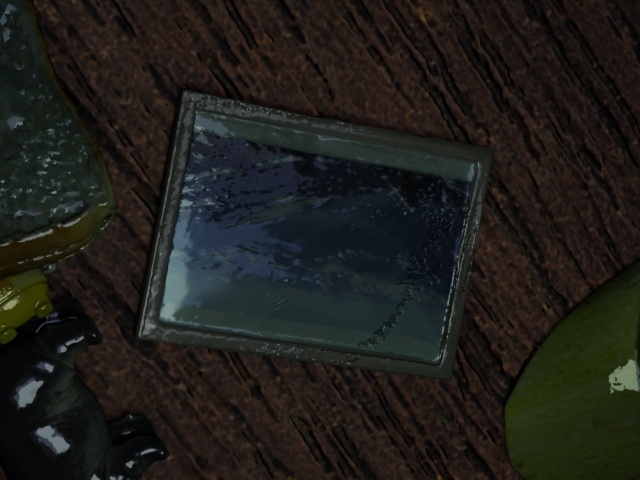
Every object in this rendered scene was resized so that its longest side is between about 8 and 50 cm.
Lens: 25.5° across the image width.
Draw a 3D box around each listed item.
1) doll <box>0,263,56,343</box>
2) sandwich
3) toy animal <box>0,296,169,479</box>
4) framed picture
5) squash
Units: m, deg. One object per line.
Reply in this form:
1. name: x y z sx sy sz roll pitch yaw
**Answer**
1. doll: -0.307 0.014 1.261 0.106 0.062 0.162 -36 78 -15
2. sandwich: -0.348 -0.073 1.201 0.301 0.099 0.271 -24 77 -13
3. toy animal: -0.223 0.231 1.317 0.168 0.106 0.343 -16 104 -16
4. framed picture: 0.000 0.000 1.403 0.335 0.022 0.247 10 94 -19
5. squash: 0.303 0.154 1.521 0.204 0.155 0.237 -30 106 -50
